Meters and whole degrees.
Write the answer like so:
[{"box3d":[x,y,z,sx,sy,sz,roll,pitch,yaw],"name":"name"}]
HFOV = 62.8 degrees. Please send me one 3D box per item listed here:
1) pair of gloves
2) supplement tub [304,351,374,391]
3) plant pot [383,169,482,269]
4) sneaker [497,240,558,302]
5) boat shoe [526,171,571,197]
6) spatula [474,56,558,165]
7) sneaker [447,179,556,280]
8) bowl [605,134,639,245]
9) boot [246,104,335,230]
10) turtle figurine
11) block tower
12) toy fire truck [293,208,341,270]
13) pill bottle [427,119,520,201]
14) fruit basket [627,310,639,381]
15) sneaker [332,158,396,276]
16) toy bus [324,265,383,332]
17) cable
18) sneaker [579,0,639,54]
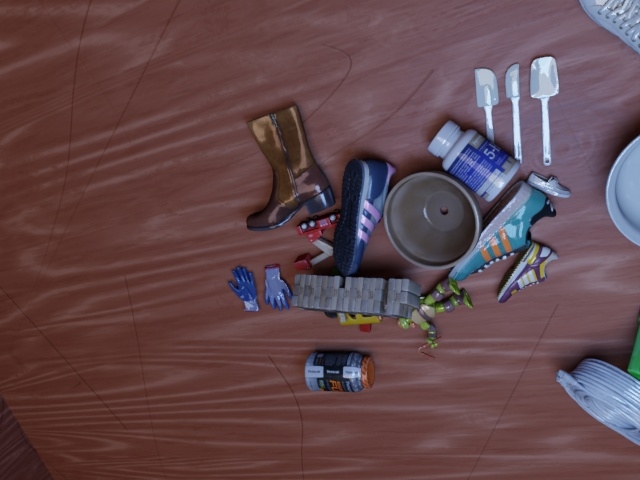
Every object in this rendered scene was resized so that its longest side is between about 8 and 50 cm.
[{"box3d":[-0.181,0.145,1.579,0.199,0.023,0.159,-5,111,20],"name":"pair of gloves"},{"box3d":[0.058,0.390,1.558,0.191,0.117,0.116,-4,113,21],"name":"supplement tub"},{"box3d":[0.280,-0.059,1.258,0.238,0.110,0.237,15,117,31],"name":"plant pot"},{"box3d":[0.507,0.093,1.293,0.084,0.069,0.185,26,122,6],"name":"sneaker"},{"box3d":[0.527,-0.129,1.201,0.100,0.035,0.035,24,123,14],"name":"boat shoe"},{"box3d":[0.441,-0.273,1.170,0.169,0.019,0.241,-4,112,20],"name":"spatula"},{"box3d":[0.429,0.005,1.255,0.121,0.108,0.302,35,122,0],"name":"sneaker"},{"box3d":[0.740,-0.127,1.071,0.298,0.134,0.297,8,117,16],"name":"bowl"},{"box3d":[-0.127,-0.179,1.364,0.264,0.096,0.280,-18,107,25],"name":"boot"},{"box3d":[0.291,0.192,1.403,0.217,0.087,0.269,-33,108,23],"name":"turtle figurine"},{"box3d":[0.080,0.143,1.353,0.336,0.097,0.090,-1,75,31],"name":"block tower"},{"box3d":[0.000,0.000,1.433,0.192,0.047,0.135,-16,109,24],"name":"toy fire truck"},{"box3d":[0.342,-0.185,1.187,0.187,0.112,0.112,38,121,8],"name":"pill bottle"},{"box3d":[0.940,0.252,1.156,0.393,0.283,0.391,1,83,-12],"name":"fruit basket"},{"box3d":[0.117,-0.051,1.323,0.112,0.131,0.318,46,134,47],"name":"sneaker"},{"box3d":[0.079,0.185,1.461,0.191,0.104,0.202,32,120,2],"name":"toy bus"},{"box3d":[0.728,0.399,1.275,0.257,0.089,0.257,48,167,-34],"name":"cable"},{"box3d":[0.610,-0.418,0.985,0.290,0.123,0.105,38,122,0],"name":"sneaker"}]
